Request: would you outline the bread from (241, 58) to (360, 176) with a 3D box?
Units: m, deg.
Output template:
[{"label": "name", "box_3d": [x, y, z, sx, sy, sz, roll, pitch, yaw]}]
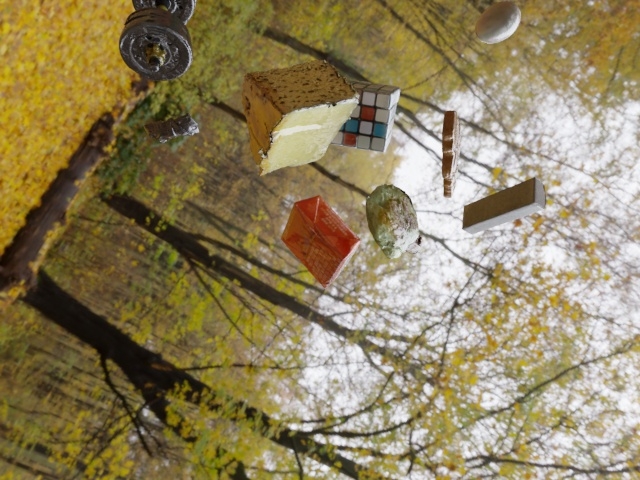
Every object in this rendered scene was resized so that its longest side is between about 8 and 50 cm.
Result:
[{"label": "bread", "box_3d": [-0.052, -0.273, 1.390, 0.248, 0.316, 0.279, -20, -142, -16]}]

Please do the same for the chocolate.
[{"label": "chocolate", "box_3d": [0.000, 0.000, 1.714, 0.108, 0.235, 0.237, -36, 165, -28]}]

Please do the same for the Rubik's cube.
[{"label": "Rubik's cube", "box_3d": [0.190, -0.546, 2.356, 0.259, 0.256, 0.254, -59, 158, -63]}]

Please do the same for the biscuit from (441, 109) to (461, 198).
[{"label": "biscuit", "box_3d": [0.361, -0.243, 1.493, 0.295, 0.044, 0.186, 54, 41, -66]}]

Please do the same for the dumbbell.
[{"label": "dumbbell", "box_3d": [-0.423, -0.584, 1.434, 0.185, 0.185, 0.389, -40, -137, 43]}]

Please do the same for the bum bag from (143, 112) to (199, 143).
[{"label": "bum bag", "box_3d": [-0.302, -0.227, 1.106, 0.124, 0.058, 0.034, -5, -124, 28]}]

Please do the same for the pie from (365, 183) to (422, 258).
[{"label": "pie", "box_3d": [0.245, -0.067, 1.845, 0.105, 0.274, 0.258, -13, -92, 37]}]

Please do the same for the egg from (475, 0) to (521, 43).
[{"label": "egg", "box_3d": [0.519, -0.638, 1.592, 0.135, 0.103, 0.103, -29, -148, 33]}]

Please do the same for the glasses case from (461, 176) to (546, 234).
[{"label": "glasses case", "box_3d": [0.425, -0.076, 1.273, 0.205, 0.047, 0.071, -26, -135, 51]}]
